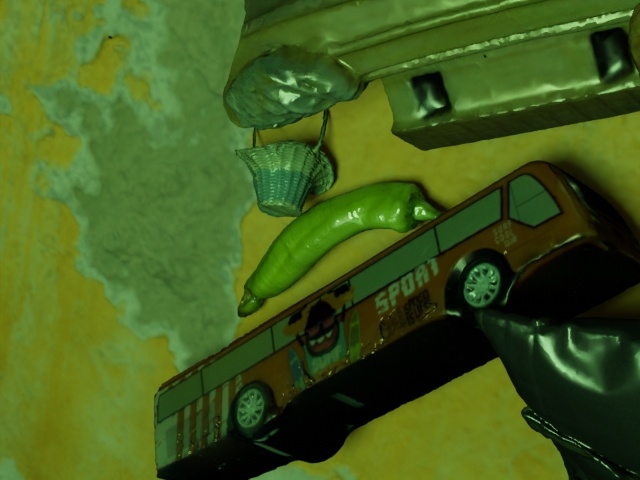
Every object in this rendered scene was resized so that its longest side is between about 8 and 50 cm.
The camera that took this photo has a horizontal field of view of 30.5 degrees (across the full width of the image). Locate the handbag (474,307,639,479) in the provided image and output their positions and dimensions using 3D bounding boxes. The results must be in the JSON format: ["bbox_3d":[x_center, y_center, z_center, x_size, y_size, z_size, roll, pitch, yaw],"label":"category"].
[{"bbox_3d":[0.224,0.130,0.739,0.211,0.089,0.254,8,146,35],"label":"handbag"}]

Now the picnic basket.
[{"bbox_3d":[-0.028,-0.058,0.863,0.065,0.083,0.083,-8,66,35],"label":"picnic basket"}]

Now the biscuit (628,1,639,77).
[{"bbox_3d":[0.270,-0.100,0.613,0.208,0.041,0.290,-19,143,26],"label":"biscuit"}]

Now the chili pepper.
[{"bbox_3d":[0.000,-0.001,0.883,0.208,0.043,0.049,-27,132,35],"label":"chili pepper"}]

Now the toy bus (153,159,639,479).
[{"bbox_3d":[0.037,0.077,0.847,0.408,0.093,0.092,-32,51,31],"label":"toy bus"}]

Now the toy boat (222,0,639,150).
[{"bbox_3d":[0.141,-0.140,0.711,0.445,0.136,0.162,-11,114,28],"label":"toy boat"}]
